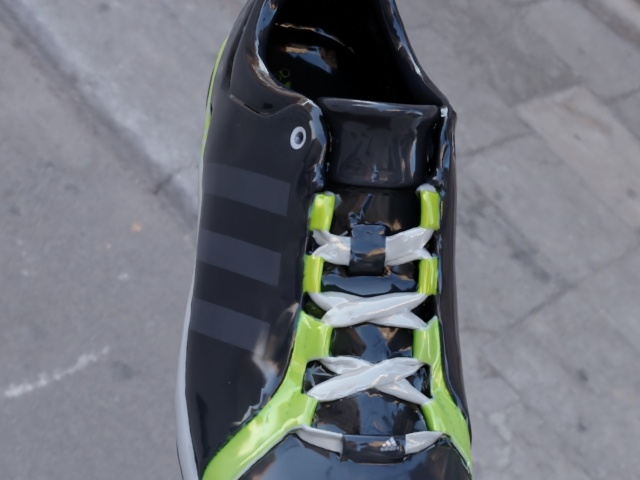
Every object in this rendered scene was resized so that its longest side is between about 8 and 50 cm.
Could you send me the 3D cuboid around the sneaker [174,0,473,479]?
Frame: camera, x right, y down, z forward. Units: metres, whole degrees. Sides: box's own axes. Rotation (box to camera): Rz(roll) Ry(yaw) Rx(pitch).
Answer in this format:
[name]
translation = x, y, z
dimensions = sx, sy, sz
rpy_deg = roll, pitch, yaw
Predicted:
[sneaker]
translation = 0.000, 0.000, 0.367
dimensions = 0.084, 0.097, 0.234
rpy_deg = 0, 58, -15
